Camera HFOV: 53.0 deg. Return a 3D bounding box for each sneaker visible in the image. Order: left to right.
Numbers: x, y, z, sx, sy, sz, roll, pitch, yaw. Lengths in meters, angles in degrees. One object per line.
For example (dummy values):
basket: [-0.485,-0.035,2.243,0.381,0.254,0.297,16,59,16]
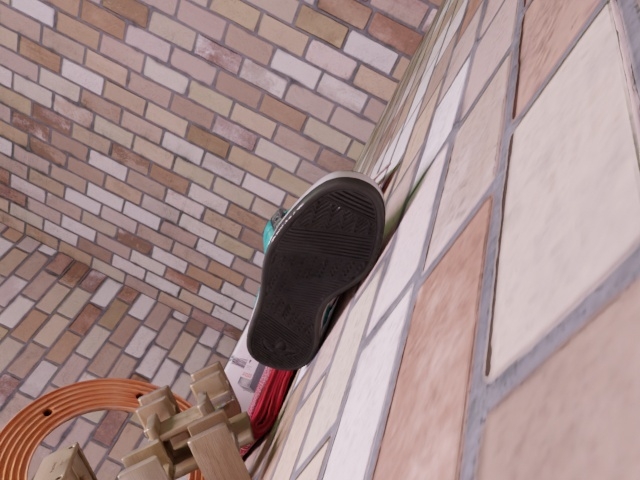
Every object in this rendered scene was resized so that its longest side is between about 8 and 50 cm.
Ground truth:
sneaker: [0.000,0.000,0.740,0.179,0.123,0.296,-79,12,-47]

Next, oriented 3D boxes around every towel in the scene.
towel: [-0.079,0.228,0.960,0.275,0.031,0.199,117,177,-58]

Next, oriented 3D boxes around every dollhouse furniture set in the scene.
dollhouse furniture set: [-0.185,0.290,0.758,0.241,0.161,0.212,-24,11,-7]

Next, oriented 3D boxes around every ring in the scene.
ring: [-0.301,0.336,0.920,0.337,0.336,0.032,-66,-2,-57]

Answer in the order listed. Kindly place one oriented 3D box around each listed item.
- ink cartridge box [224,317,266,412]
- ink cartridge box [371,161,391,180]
ink cartridge box: [-0.128,0.236,1.216,0.218,0.092,0.158,-62,2,-17]
ink cartridge box: [0.021,-0.001,1.003,0.239,0.060,0.275,-42,0,-4]
